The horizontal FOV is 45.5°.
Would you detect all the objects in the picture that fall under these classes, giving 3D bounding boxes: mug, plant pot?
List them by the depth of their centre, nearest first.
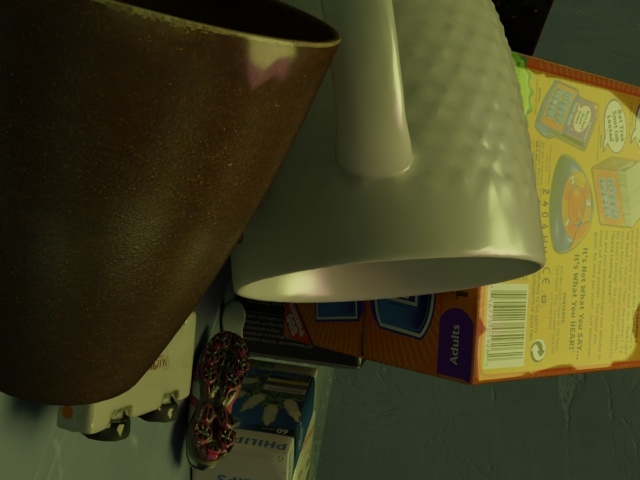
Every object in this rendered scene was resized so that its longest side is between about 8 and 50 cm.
[{"bbox_3d":[-0.125,-0.033,0.421,0.215,0.216,0.230,-66,174,-69],"label":"plant pot"},{"bbox_3d":[0.041,-0.130,0.659,0.374,0.276,0.327,56,29,-78],"label":"mug"}]

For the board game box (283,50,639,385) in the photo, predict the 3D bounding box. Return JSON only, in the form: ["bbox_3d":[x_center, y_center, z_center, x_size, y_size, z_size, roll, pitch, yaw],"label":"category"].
[{"bbox_3d":[0.202,-0.026,1.021,0.356,0.356,0.356,3,-90,54],"label":"board game box"}]

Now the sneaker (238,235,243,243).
[{"bbox_3d":[-0.128,-0.131,0.597,0.111,0.121,0.299,111,-26,-48],"label":"sneaker"}]

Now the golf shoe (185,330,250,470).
[{"bbox_3d":[-0.143,0.204,0.991,0.086,0.068,0.186,-49,-155,47],"label":"golf shoe"}]

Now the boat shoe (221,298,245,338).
[{"bbox_3d":[-0.129,0.126,1.125,0.035,0.035,0.100,-125,-152,-57],"label":"boat shoe"}]

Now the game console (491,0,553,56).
[{"bbox_3d":[0.068,-0.289,0.893,0.342,0.387,0.060,75,30,-73],"label":"game console"}]

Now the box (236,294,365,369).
[{"bbox_3d":[0.000,0.000,1.310,0.293,0.212,0.395,29,68,-82],"label":"box"}]

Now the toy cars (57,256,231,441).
[{"bbox_3d":[-0.147,0.033,0.695,0.393,0.087,0.176,-70,161,-50],"label":"toy cars"}]

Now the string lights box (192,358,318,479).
[{"bbox_3d":[-0.089,0.270,1.132,0.259,0.134,0.076,-63,158,-72],"label":"string lights box"}]

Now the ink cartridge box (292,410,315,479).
[{"bbox_3d":[-0.090,0.444,1.333,0.207,0.117,0.282,7,90,-83],"label":"ink cartridge box"}]
